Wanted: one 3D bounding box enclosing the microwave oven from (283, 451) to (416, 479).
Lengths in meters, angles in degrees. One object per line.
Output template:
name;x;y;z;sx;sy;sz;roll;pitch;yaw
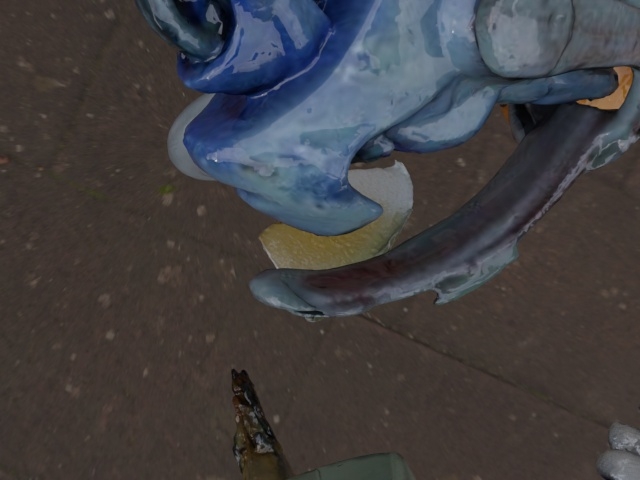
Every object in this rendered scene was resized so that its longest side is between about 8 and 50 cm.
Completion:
microwave oven;-0.029;0.347;0.456;0.333;0.247;0.394;-20;104;0

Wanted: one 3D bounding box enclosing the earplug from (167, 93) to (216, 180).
earplug;-0.076;-0.212;1.331;0.175;0.214;0.325;38;98;23

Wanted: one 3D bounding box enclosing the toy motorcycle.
toy motorcycle;0.062;-0.087;0.539;0.319;0.182;0.241;-15;88;-28

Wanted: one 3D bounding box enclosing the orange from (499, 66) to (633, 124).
orange;0.298;-0.186;1.184;0.155;0.178;0.177;31;91;-36

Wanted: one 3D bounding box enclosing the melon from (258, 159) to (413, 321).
melon;0.001;0.004;0.897;0.093;0.139;0.202;41;51;-2

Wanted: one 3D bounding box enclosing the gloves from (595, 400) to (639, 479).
gloves;0.262;0.108;0.590;0.229;0.119;0.097;-21;62;-18

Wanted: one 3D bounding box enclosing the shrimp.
shrimp;-0.045;0.258;1.034;0.066;0.262;0.117;-30;142;9
